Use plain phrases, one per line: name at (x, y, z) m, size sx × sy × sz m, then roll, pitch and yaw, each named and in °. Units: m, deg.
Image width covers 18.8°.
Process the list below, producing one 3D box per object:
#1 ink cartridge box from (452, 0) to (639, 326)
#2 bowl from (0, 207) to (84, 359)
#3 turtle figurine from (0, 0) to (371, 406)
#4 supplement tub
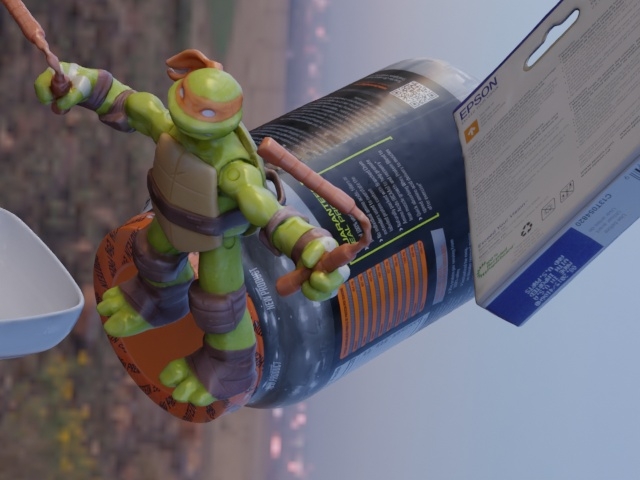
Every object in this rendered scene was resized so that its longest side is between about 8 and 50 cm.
ink cartridge box at (0.183, -0.084, 1.332) m, size 0.223 × 0.045 × 0.224 m, roll -46°, pitch -152°, yaw 31°
bowl at (-0.238, 0.033, 1.249) m, size 0.142 × 0.142 × 0.053 m, roll 43°, pitch -55°, yaw 42°
turtle figurine at (-0.078, -0.027, 1.083) m, size 0.087 × 0.269 × 0.217 m, roll -39°, pitch 151°, yaw -40°
supplement tub at (0.000, 0.000, 1.537) m, size 0.338 × 0.207 × 0.207 m, roll -28°, pitch 134°, yaw -36°
